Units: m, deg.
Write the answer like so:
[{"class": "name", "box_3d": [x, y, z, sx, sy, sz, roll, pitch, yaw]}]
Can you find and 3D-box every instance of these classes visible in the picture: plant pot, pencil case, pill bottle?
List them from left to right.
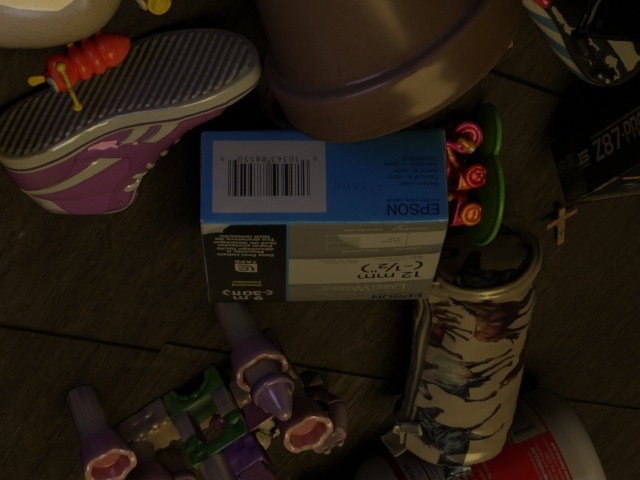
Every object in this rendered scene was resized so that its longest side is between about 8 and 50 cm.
[{"class": "plant pot", "box_3d": [0.031, -0.263, 1.511, 0.263, 0.263, 0.229, -31, 123, 1]}, {"class": "pill bottle", "box_3d": [0.193, 0.387, 2.317, 0.408, 0.229, 0.229, -21, 141, -10]}, {"class": "pencil case", "box_3d": [0.183, 0.136, 2.086, 0.184, 0.160, 0.410, -29, 145, -25]}]

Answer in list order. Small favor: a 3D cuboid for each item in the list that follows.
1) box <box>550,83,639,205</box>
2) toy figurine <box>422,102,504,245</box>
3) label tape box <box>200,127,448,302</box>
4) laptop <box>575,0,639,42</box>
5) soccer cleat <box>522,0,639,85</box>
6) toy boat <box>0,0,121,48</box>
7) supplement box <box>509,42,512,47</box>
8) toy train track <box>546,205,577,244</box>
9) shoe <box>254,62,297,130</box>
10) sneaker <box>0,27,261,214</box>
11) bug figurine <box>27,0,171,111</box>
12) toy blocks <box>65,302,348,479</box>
[{"class": "box", "box_3d": [0.521, -0.144, 1.881, 0.395, 0.097, 0.318, -8, 167, -22]}, {"class": "toy figurine", "box_3d": [0.120, -0.077, 1.867, 0.159, 0.130, 0.173, -1, 113, -18]}, {"class": "label tape box", "box_3d": [0.000, 0.000, 1.733, 0.249, 0.115, 0.347, -1, 156, -2]}, {"class": "laptop", "box_3d": [0.370, -0.348, 1.657, 0.234, 0.136, 0.264, 1, 125, -32]}, {"class": "soccer cleat", "box_3d": [0.229, -0.299, 1.684, 0.116, 0.143, 0.331, -36, 118, 0]}, {"class": "toy boat", "box_3d": [-0.313, -0.289, 1.298, 0.318, 0.267, 0.148, 0, 178, -18]}, {"class": "supplement box", "box_3d": [0.093, -0.193, 1.689, 0.233, 0.078, 0.080, -33, 139, -16]}, {"class": "toy train track", "box_3d": [0.316, -0.023, 2.113, 0.048, 0.014, 0.083, -29, 148, -12]}, {"class": "shoe", "box_3d": [-0.002, -0.140, 1.756, 0.076, 0.058, 0.219, -57, 142, 2]}, {"class": "sneaker", "box_3d": [-0.182, -0.114, 1.639, 0.282, 0.102, 0.161, -19, 145, 4]}, {"class": "bug figurine", "box_3d": [-0.207, -0.254, 1.466, 0.216, 0.072, 0.279, -32, 142, -7]}, {"class": "toy blocks", "box_3d": [-0.106, 0.281, 1.985, 0.289, 0.260, 0.309, -33, 142, 3]}]
